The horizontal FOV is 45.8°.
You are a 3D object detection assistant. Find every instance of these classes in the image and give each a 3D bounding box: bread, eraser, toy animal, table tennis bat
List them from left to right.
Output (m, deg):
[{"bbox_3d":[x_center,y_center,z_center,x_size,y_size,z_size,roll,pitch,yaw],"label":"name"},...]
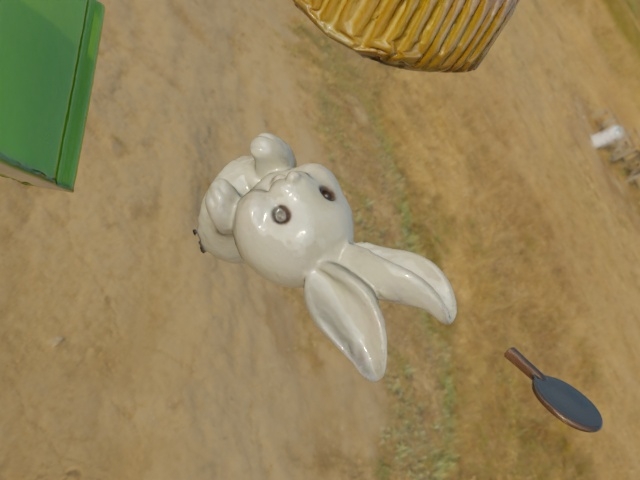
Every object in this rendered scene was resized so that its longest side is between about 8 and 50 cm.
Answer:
[{"bbox_3d":[-0.367,-0.211,0.933,0.210,0.092,0.274,35,57,-67],"label":"eraser"},{"bbox_3d":[-0.003,0.000,0.595,0.103,0.220,0.131,-34,132,-30],"label":"toy animal"},{"bbox_3d":[0.064,-0.222,0.604,0.199,0.104,0.199,19,41,-18],"label":"bread"},{"bbox_3d":[0.355,0.174,1.077,0.107,0.119,0.170,0,35,-48],"label":"table tennis bat"}]
